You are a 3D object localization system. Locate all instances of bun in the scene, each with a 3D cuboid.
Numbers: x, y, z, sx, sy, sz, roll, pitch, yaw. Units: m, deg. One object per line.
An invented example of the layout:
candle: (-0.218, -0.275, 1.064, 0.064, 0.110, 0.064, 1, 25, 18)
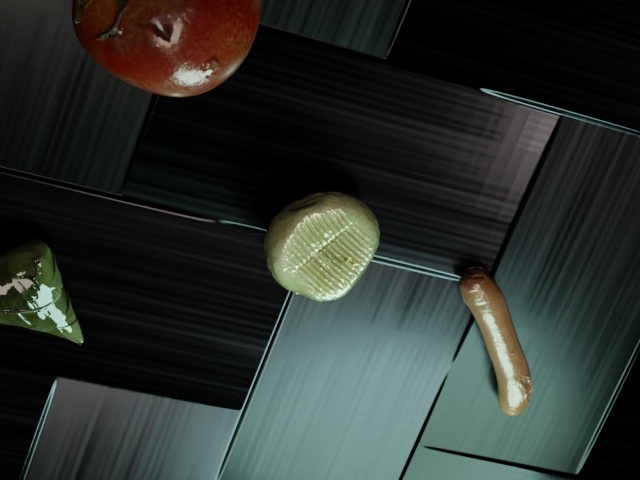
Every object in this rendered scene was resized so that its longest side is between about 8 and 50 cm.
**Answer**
bun: (0.000, 0.000, 1.669, 0.115, 0.069, 0.115, -7, 118, -13)

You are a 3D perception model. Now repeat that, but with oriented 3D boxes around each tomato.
tomato: (-0.129, -0.205, 1.488, 0.167, 0.167, 0.167, -6, 118, -12)

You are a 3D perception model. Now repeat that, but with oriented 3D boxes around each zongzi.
zongzi: (-0.314, 0.072, 1.638, 0.154, 0.062, 0.130, -15, 132, 1)

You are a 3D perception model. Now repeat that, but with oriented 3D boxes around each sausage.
sausage: (0.186, 0.108, 1.791, 0.043, 0.043, 0.186, -23, 120, -2)
